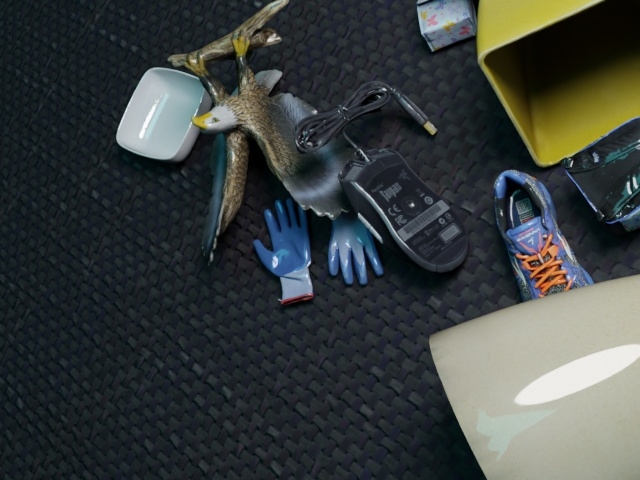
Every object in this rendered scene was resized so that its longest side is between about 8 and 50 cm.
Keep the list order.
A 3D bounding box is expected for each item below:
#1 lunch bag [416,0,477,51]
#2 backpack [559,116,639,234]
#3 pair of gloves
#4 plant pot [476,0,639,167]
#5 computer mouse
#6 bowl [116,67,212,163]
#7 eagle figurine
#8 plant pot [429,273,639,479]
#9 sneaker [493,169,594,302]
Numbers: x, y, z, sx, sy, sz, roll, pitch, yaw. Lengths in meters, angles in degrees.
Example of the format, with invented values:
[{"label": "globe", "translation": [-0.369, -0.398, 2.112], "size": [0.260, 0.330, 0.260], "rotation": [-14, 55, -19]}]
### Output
[{"label": "lunch bag", "translation": [0.167, -0.305, 1.173], "size": [0.071, 0.053, 0.083], "rotation": [-15, 56, 23]}, {"label": "backpack", "translation": [0.344, -0.074, 0.968], "size": [0.114, 0.084, 0.105], "rotation": [-38, 59, 18]}, {"label": "pair of gloves", "translation": [0.000, 0.000, 1.174], "size": [0.198, 0.023, 0.159], "rotation": [-20, 62, 21]}, {"label": "plant pot", "translation": [0.295, -0.247, 0.998], "size": [0.212, 0.212, 0.187], "rotation": [-22, 50, 21]}, {"label": "computer mouse", "translation": [0.100, -0.079, 1.112], "size": [0.262, 0.060, 0.184], "rotation": [45, 58, 8]}, {"label": "bowl", "translation": [-0.233, -0.186, 1.354], "size": [0.142, 0.053, 0.142], "rotation": [20, 83, 32]}, {"label": "eagle figurine", "translation": [-0.096, -0.135, 1.192], "size": [0.226, 0.225, 0.298], "rotation": [-28, 83, 62]}, {"label": "plant pot", "translation": [0.284, 0.139, 0.837], "size": [0.274, 0.256, 0.257], "rotation": [-30, 60, 10]}, {"label": "sneaker", "translation": [0.242, 0.014, 0.993], "size": [0.083, 0.087, 0.221], "rotation": [-30, 60, 18]}]
